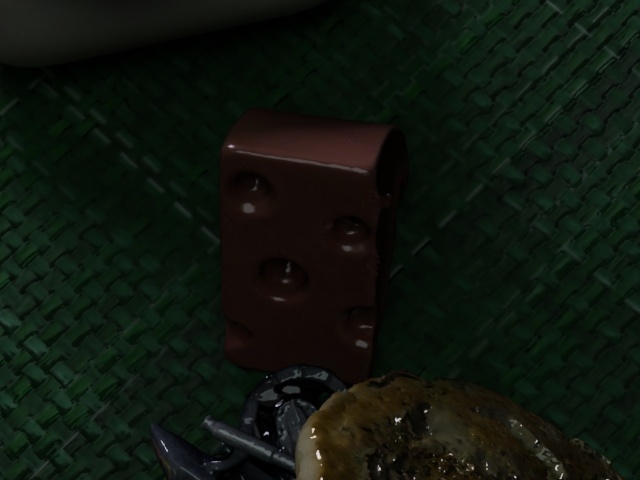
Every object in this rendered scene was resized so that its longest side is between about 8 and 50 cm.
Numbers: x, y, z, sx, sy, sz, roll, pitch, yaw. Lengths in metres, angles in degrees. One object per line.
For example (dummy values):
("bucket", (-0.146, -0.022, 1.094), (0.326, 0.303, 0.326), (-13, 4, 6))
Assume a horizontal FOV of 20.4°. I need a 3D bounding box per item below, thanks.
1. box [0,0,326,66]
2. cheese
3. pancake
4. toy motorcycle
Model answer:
("box", (-0.146, -0.295, 1.449), (0.349, 0.141, 0.289), (-13, 67, -2))
("cheese", (0.004, -0.027, 1.357), (0.128, 0.203, 0.177), (7, 38, 10))
("pancake", (0.129, 0.215, 1.165), (0.356, 0.356, 0.065), (52, 121, 19))
("toy motorcycle", (-0.007, 0.237, 1.251), (0.173, 0.108, 0.307), (-25, 67, -2))
